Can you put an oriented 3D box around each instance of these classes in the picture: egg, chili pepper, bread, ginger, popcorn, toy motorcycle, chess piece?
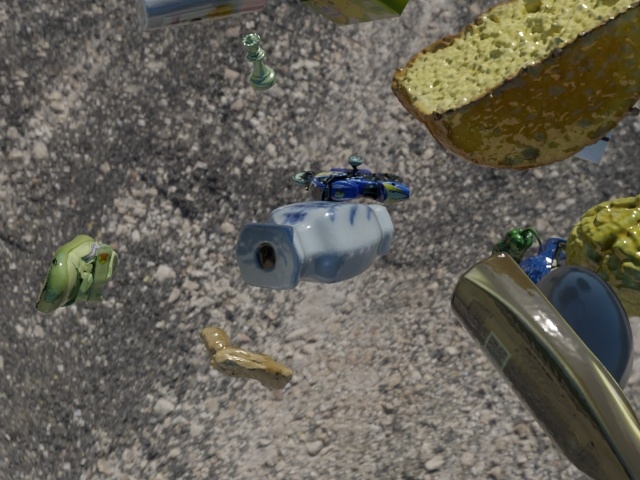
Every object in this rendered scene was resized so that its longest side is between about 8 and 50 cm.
[{"bbox_3d":[0.396,0.155,1.228,0.176,0.176,0.232,-5,89,-21],"label":"egg"},{"bbox_3d":[0.440,0.063,1.875,0.074,0.257,0.100,11,32,-10],"label":"chili pepper"},{"bbox_3d":[0.281,-0.201,0.998,0.339,0.179,0.194,-28,34,10],"label":"bread"},{"bbox_3d":[-0.134,0.204,1.341,0.149,0.258,0.065,27,82,-18],"label":"ginger"},{"bbox_3d":[0.609,0.043,1.516,0.258,0.270,0.224,47,61,-12],"label":"popcorn"},{"bbox_3d":[0.076,-0.142,2.068,0.315,0.113,0.169,2,26,2],"label":"toy motorcycle"},{"bbox_3d":[-0.097,-0.275,1.191,0.042,0.093,0.042,-7,51,9],"label":"chess piece"}]

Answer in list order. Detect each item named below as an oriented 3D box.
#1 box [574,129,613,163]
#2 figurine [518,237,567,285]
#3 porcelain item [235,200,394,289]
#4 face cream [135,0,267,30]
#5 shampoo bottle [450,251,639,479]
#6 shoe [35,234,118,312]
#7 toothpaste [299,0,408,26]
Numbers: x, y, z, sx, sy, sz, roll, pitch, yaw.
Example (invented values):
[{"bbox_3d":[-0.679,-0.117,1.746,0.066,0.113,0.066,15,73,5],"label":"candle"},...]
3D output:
[{"bbox_3d":[0.474,-0.219,1.364,0.083,0.155,0.040,16,20,-9],"label":"box"},{"bbox_3d":[0.464,0.116,1.676,0.120,0.164,0.262,14,58,17],"label":"figurine"},{"bbox_3d":[0.000,0.000,1.857,0.405,0.242,0.179,-17,106,-51],"label":"porcelain item"},{"bbox_3d":[-0.179,-0.364,1.198,0.198,0.084,0.057,-15,88,-21],"label":"face cream"},{"bbox_3d":[0.275,0.173,0.865,0.084,0.126,0.350,-22,56,-20],"label":"shampoo bottle"},{"bbox_3d":[-0.501,0.061,1.633,0.128,0.262,0.140,11,106,-5],"label":"shoe"},{"bbox_3d":[0.067,-0.494,1.555,0.110,0.327,0.077,25,92,-23],"label":"toothpaste"}]
